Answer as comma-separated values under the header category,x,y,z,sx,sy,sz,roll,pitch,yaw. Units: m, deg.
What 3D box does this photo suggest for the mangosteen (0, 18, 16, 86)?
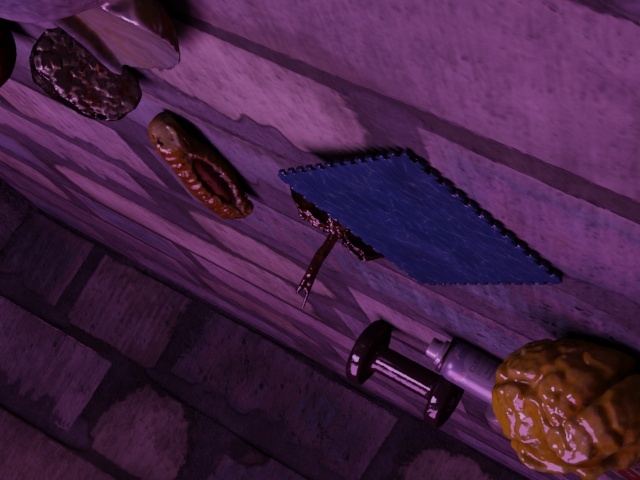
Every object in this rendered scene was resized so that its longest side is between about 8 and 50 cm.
category,x,y,z,sx,sy,sz,roll,pitch,yaw
mangosteen,-0.520,-0.294,1.627,0.156,0.181,0.146,18,137,-41

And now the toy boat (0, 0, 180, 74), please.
category,x,y,z,sx,sy,sz,roll,pitch,yaw
toy boat,-0.246,-0.249,1.140,0.293,0.111,0.276,23,177,-40

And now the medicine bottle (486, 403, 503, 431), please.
category,x,y,z,sx,sy,sz,roll,pitch,yaw
medicine bottle,0.403,0.340,2.069,0.188,0.088,0.132,34,169,-16

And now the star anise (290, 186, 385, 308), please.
category,x,y,z,sx,sy,sz,roll,pitch,yaw
star anise,0.007,0.007,1.490,0.158,0.144,0.140,23,159,39

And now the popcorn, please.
category,x,y,z,sx,sy,sz,roll,pitch,yaw
popcorn,0.341,0.209,1.476,0.203,0.226,0.200,-8,-121,-40

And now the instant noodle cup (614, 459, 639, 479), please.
category,x,y,z,sx,sy,sz,roll,pitch,yaw
instant noodle cup,0.512,0.314,1.635,0.274,0.090,0.274,29,169,6

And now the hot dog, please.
category,x,y,z,sx,sy,sz,roll,pitch,yaw
hot dog,-0.180,-0.102,1.699,0.083,0.068,0.289,33,173,28

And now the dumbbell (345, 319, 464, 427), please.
category,x,y,z,sx,sy,sz,roll,pitch,yaw
dumbbell,0.171,0.261,2.218,0.225,0.140,0.124,26,126,20

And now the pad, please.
category,x,y,z,sx,sy,sz,roll,pitch,yaw
pad,0.110,-0.018,1.314,0.270,0.012,0.269,35,160,-25

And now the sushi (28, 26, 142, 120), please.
category,x,y,z,sx,sy,sz,roll,pitch,yaw
sushi,-0.310,-0.214,1.475,0.150,0.090,0.078,37,164,-19

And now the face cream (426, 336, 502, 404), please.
category,x,y,z,sx,sy,sz,roll,pitch,yaw
face cream,0.289,0.240,1.959,0.229,0.075,0.075,28,169,9
